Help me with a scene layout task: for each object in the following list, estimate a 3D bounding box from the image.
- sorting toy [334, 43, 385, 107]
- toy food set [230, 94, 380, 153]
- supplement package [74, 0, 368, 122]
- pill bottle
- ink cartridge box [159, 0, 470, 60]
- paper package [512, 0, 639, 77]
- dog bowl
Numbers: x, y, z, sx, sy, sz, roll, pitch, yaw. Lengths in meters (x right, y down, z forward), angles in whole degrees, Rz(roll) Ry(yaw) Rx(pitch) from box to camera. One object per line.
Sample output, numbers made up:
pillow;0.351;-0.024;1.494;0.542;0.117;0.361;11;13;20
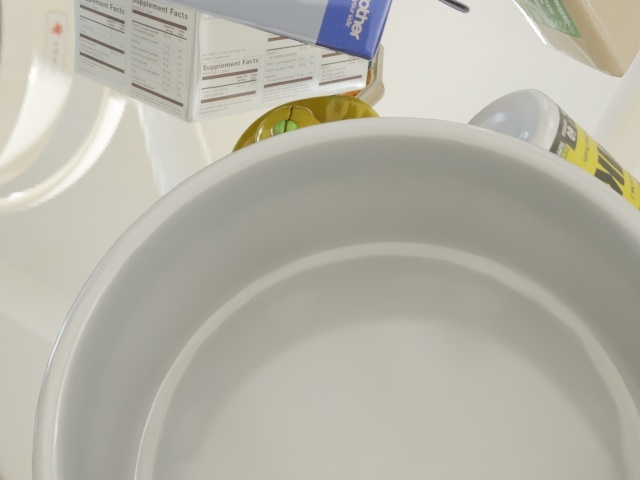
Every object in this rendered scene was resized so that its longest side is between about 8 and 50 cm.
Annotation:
sorting toy;0.033;-0.245;1.611;0.193;0.038;0.208;-41;-157;24
toy food set;0.000;0.000;0.612;0.071;0.128;0.218;68;12;-78
supplement package;-0.102;-0.241;1.017;0.204;0.262;0.145;26;-59;36
pill bottle;0.209;-0.020;0.787;0.119;0.208;0.119;-41;-153;26
ink cartridge box;-0.070;-0.188;0.640;0.186;0.311;0.065;-112;-145;-69
paper package;0.418;-0.451;1.388;0.168;0.325;0.309;29;-89;33
dog bowl;0.027;0.083;0.390;0.265;0.265;0.104;57;-10;30
